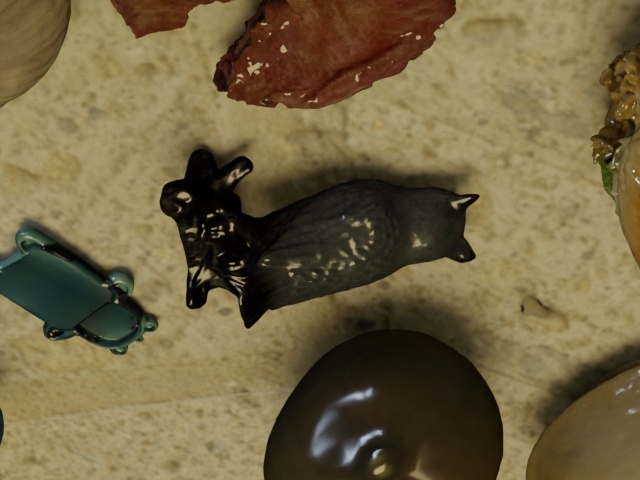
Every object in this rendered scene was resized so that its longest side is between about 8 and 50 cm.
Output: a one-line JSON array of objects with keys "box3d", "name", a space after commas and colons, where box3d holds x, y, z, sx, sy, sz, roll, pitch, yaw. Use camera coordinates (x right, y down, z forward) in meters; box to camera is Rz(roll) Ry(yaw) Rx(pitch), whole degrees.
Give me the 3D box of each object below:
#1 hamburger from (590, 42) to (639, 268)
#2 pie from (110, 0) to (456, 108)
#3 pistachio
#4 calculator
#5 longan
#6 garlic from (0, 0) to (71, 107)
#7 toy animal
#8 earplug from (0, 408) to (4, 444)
[{"box3d": [0.299, -0.056, 1.068, 0.243, 0.146, 0.286, -36, 121, 23], "name": "hamburger"}, {"box3d": [-0.022, -0.156, 1.014, 0.219, 0.054, 0.204, 22, 141, -31], "name": "pie"}, {"box3d": [0.266, 0.163, 1.288, 0.223, 0.126, 0.152, -26, 93, 31], "name": "pistachio"}, {"box3d": [-0.186, 0.041, 1.265, 0.094, 0.019, 0.141, -34, 125, 30], "name": "calculator"}, {"box3d": [0.047, 0.154, 1.258, 0.189, 0.189, 0.189, 2, 134, 2], "name": "longan"}, {"box3d": [-0.256, -0.122, 0.984, 0.218, 0.212, 0.218, -3, 136, -2], "name": "garlic"}, {"box3d": [0.004, 0.001, 1.152, 0.210, 0.117, 0.121, -2, 127, 8], "name": "toy animal"}, {"box3d": [-0.357, 0.073, 1.236, 0.132, 0.132, 0.273, -16, 127, 18], "name": "earplug"}]
